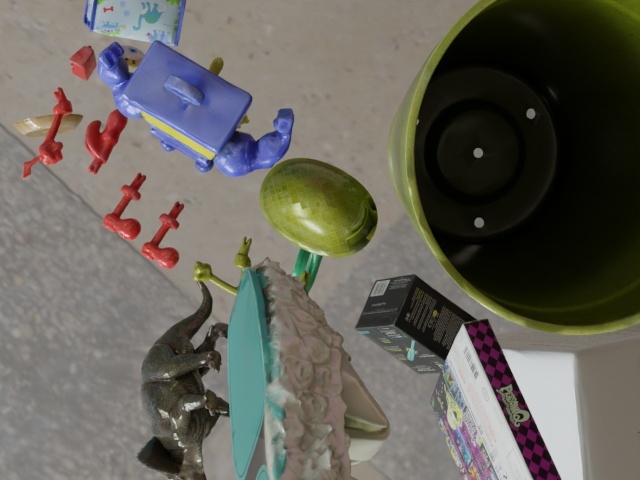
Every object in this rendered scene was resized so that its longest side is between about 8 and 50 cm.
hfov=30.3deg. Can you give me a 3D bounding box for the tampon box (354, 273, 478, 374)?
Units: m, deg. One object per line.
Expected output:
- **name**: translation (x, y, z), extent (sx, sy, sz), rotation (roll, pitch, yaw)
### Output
- **tampon box**: translation (0.165, 0.145, 2.013), extent (0.161, 0.120, 0.101), rotation (36, 65, -25)

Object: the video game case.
- **video game case**: translation (0.210, 0.246, 1.450), extent (0.042, 0.232, 0.210), rotation (-12, 148, -16)

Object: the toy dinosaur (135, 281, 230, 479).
- **toy dinosaur**: translation (-0.189, 0.195, 1.580), extent (0.121, 0.160, 0.313), rotation (19, 56, -59)

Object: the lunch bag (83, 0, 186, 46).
- **lunch bag**: translation (-0.250, -0.355, 1.621), extent (0.129, 0.096, 0.151), rotation (6, 108, -20)

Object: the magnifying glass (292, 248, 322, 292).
- **magnifying glass**: translation (0.000, 0.000, 1.943), extent (0.231, 0.026, 0.092), rotation (-66, 164, -45)

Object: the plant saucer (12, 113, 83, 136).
- **plant saucer**: translation (-0.323, -0.136, 1.404), extent (0.083, 0.083, 0.015), rotation (-8, 89, -29)

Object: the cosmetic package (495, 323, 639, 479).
- **cosmetic package**: translation (0.483, 0.313, 2.050), extent (0.394, 0.329, 0.327), rotation (-8, 92, -31)

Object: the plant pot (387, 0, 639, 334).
- **plant pot**: translation (0.229, -0.102, 1.341), extent (0.366, 0.353, 0.366), rotation (-1, 95, -11)

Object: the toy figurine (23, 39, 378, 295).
- **toy figurine**: translation (-0.117, -0.082, 1.134), extent (0.362, 0.217, 0.191), rotation (32, 76, 3)

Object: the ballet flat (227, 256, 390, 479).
- **ballet flat**: translation (-0.005, 0.189, 0.939), extent (0.147, 0.409, 0.147), rotation (-3, 134, -3)
